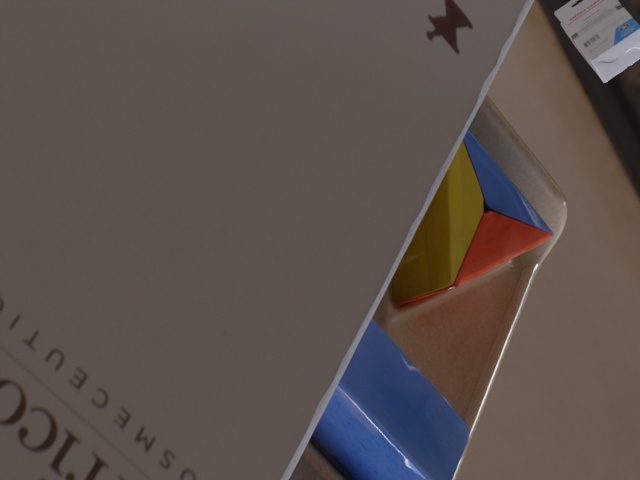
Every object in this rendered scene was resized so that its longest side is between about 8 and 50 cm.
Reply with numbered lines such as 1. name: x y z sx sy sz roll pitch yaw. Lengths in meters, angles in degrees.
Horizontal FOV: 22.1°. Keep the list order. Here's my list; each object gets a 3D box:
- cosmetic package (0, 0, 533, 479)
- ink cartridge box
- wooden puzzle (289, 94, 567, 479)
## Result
1. cosmetic package: -0.074 -0.080 0.610 0.161 0.230 0.453 -25 -152 46
2. ink cartridge box: 0.228 -0.170 1.323 0.048 0.028 0.083 -34 -142 8
3. wooden puzzle: 0.000 0.000 0.853 0.080 0.322 0.348 -14 -144 45
